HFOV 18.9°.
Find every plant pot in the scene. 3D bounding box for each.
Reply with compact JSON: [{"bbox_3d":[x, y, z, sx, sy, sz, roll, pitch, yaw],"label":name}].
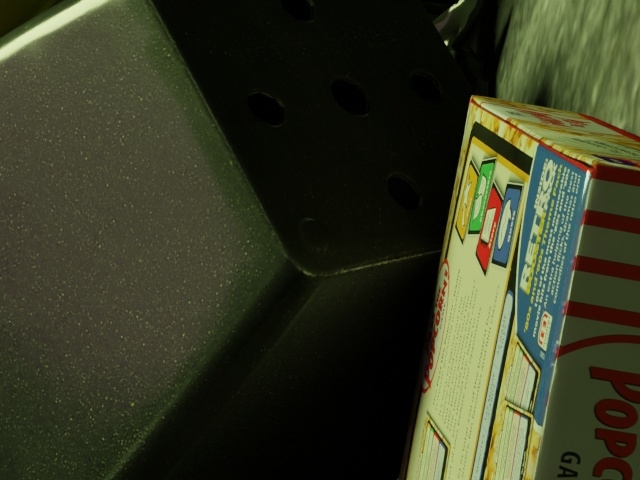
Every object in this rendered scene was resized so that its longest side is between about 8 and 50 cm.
[{"bbox_3d":[-0.032,-0.005,0.706,0.167,0.188,0.187,-44,67,40],"label":"plant pot"}]

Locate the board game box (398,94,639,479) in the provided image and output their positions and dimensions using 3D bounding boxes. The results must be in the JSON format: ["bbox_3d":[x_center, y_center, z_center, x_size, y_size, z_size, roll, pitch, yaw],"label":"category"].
[{"bbox_3d":[0.062,0.040,0.542,0.193,0.045,0.146,-113,33,-79],"label":"board game box"}]

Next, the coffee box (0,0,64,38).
[{"bbox_3d":[-0.177,-0.309,0.959,0.338,0.334,0.338,-39,4,37],"label":"coffee box"}]

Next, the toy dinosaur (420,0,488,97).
[{"bbox_3d":[0.046,-0.185,0.814,0.218,0.164,0.322,-64,-11,17],"label":"toy dinosaur"}]
